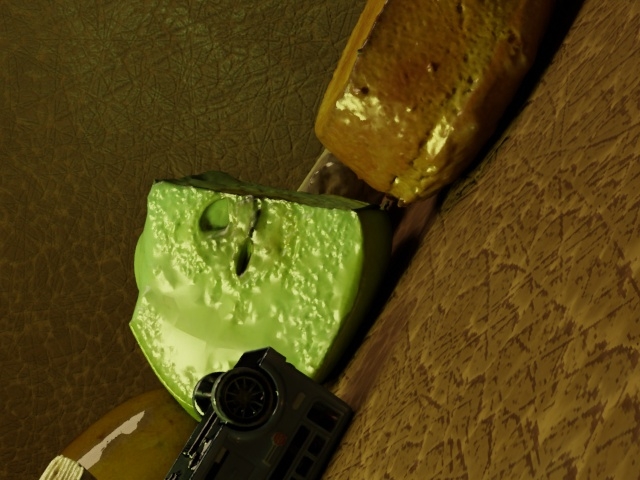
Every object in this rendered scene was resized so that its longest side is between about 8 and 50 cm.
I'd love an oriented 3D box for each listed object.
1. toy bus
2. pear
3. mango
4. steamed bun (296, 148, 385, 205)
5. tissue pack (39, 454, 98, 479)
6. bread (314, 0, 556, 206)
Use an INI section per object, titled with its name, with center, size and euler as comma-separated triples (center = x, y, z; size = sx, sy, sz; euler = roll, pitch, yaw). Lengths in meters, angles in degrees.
[toy bus]
center = -0.097, 0.242, 1.172
size = 0.292, 0.133, 0.125
euler = -58, 9, -15
[pear]
center = -0.062, 0.073, 1.447
size = 0.176, 0.286, 0.281
euler = 0, -82, -68
[mango]
center = -0.339, 0.406, 2.318
size = 0.378, 0.221, 0.264
euler = -49, 2, 10
[steamed bun]
center = 0.000, 0.000, 1.676
size = 0.295, 0.137, 0.292
euler = -52, 1, 2
[tissue pack]
center = -0.318, 0.431, 1.805
size = 0.170, 0.071, 0.325
euler = -61, -28, -21
[bread]
center = 0.115, -0.190, 1.338
size = 0.312, 0.172, 0.312
euler = -59, 7, 12
